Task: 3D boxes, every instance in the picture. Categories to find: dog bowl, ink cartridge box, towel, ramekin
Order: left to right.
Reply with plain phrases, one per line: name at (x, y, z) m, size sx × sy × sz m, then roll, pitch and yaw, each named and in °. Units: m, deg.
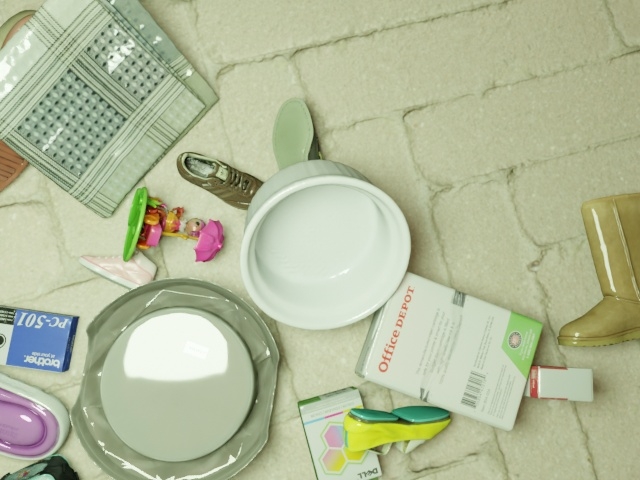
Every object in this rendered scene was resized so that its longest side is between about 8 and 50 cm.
ink cartridge box at (-0.531, 0.162, 1.058) m, size 0.207 × 0.046 × 0.097 m, roll 10°, pitch 83°, yaw -5°
towel at (-0.371, -0.244, 1.047) m, size 0.324 × 0.056 × 0.312 m, roll -51°, pitch 122°, yaw -10°
dog bowl at (-0.238, 0.239, 1.051) m, size 0.348 × 0.102 × 0.349 m, roll 1°, pitch 83°, yaw -7°
ramekin at (0.000, 0.000, 1.038) m, size 0.277 × 0.135 × 0.277 m, roll -4°, pitch 117°, yaw -8°
ink cartridge box at (0.038, 0.372, 1.083) m, size 0.109 × 0.062 × 0.209 m, roll -14°, pitch 85°, yaw -9°
ink cartridge box at (0.222, 0.192, 1.099) m, size 0.273 × 0.115 × 0.198 m, roll 21°, pitch 81°, yaw -3°
ink cartridge box at (0.403, 0.252, 1.101) m, size 0.099 × 0.135 × 0.056 m, roll 4°, pitch 79°, yaw -6°

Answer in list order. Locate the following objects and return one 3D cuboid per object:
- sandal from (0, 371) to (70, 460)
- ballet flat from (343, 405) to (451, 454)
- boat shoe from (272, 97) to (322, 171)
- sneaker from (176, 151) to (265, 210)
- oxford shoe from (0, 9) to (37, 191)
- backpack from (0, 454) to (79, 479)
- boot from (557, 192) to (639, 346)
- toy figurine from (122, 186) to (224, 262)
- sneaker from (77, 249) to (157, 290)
sandal at (-0.619, 0.265, 0.987) m, size 0.416 × 0.102 × 0.169 m, roll 10°, pitch 101°, yaw -6°
ballet flat at (0.129, 0.328, 1.064) m, size 0.231 × 0.077 × 0.077 m, roll 10°, pitch 90°, yaw -36°
boat shoe at (-0.037, -0.146, 1.141) m, size 0.081 × 0.068 × 0.228 m, roll -7°, pitch 82°, yaw 22°
sneaker at (-0.173, -0.106, 1.116) m, size 0.188 × 0.071 × 0.066 m, roll 20°, pitch 81°, yaw -3°
oxford shoe at (-0.572, -0.222, 1.081) m, size 0.146 × 0.140 × 0.397 m, roll 35°, pitch 89°, yaw 40°
backpack at (-0.480, 0.457, 0.977) m, size 0.188 × 0.144 × 0.166 m, roll -19°, pitch 99°, yaw 1°
boot at (0.530, 0.056, 1.168) m, size 0.236 × 0.089 × 0.269 m, roll -7°, pitch 83°, yaw -17°
toy figurine at (-0.249, -0.018, 1.082) m, size 0.159 × 0.173 × 0.130 m, roll 15°, pitch 109°, yaw -24°
sneaker at (-0.353, 0.041, 1.092) m, size 0.134 × 0.051 × 0.070 m, roll 24°, pitch 75°, yaw -2°
